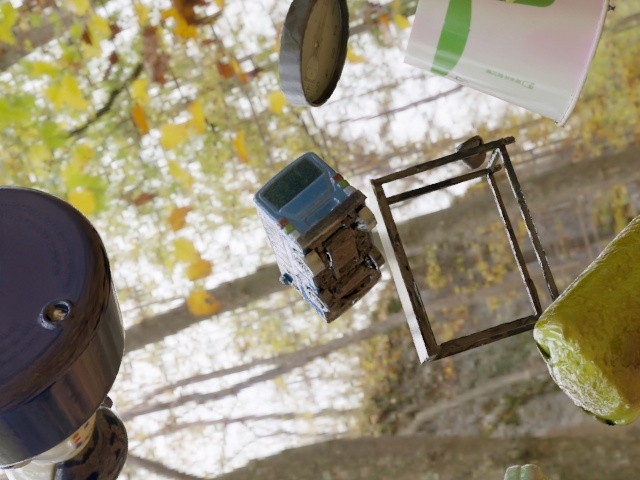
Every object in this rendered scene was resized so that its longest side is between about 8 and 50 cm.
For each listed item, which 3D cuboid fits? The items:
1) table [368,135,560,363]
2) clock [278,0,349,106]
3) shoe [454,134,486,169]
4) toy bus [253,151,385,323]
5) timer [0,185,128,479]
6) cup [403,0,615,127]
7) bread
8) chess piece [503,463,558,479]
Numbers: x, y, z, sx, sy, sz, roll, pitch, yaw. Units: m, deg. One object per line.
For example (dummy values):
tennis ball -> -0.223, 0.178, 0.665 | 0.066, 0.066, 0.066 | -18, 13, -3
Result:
table -> 0.268, 0.023, 2.002 | 0.222, 0.272, 0.334 | 79, 173, -79
clock -> -0.007, -0.330, 1.835 | 0.215, 0.042, 0.214 | 13, -90, -70
shoe -> 0.312, -0.172, 2.199 | 0.053, 0.062, 0.159 | 59, -172, 7
toy bus -> 0.000, 0.000, 1.432 | 0.133, 0.116, 0.234 | 43, 165, 25
timer -> -0.301, 0.158, 1.131 | 0.383, 0.271, 0.270 | 76, -164, -51
cup -> 0.274, -0.323, 1.627 | 0.253, 0.274, 0.253 | 15, -90, -86
bread -> 0.410, 0.073, 1.349 | 0.166, 0.112, 0.383 | 50, -131, 5
chess piece -> 0.394, 0.379, 1.501 | 0.139, 0.272, 0.139 | -4, -90, -73
